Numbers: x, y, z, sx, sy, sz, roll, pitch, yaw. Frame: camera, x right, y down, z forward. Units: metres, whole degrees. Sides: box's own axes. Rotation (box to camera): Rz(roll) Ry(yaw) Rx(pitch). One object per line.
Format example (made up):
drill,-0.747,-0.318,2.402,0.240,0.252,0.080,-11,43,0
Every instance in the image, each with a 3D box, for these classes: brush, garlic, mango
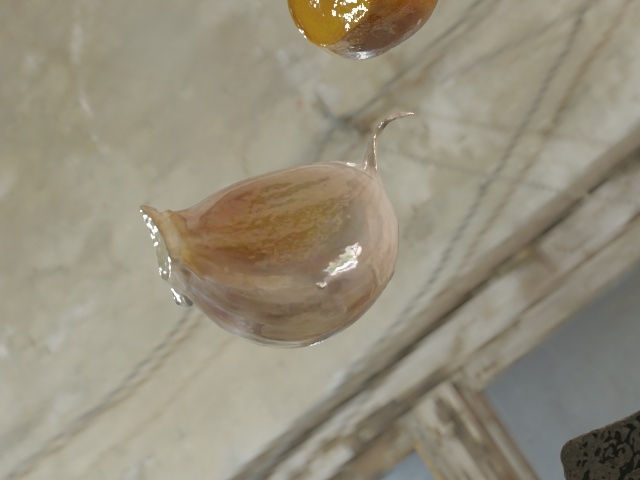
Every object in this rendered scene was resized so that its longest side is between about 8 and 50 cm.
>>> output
brush,0.319,0.212,1.543,0.197,0.123,0.059,-30,-36,27
garlic,0.004,0.001,1.398,0.266,0.148,0.128,-25,19,-31
mango,0.048,-0.261,1.747,0.154,0.126,0.252,-26,-16,-14
